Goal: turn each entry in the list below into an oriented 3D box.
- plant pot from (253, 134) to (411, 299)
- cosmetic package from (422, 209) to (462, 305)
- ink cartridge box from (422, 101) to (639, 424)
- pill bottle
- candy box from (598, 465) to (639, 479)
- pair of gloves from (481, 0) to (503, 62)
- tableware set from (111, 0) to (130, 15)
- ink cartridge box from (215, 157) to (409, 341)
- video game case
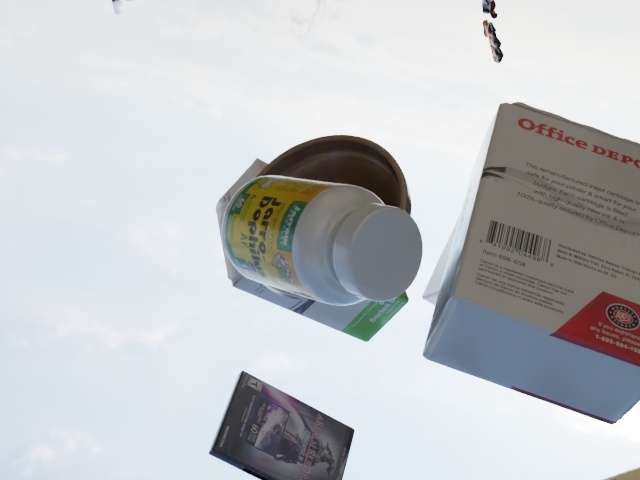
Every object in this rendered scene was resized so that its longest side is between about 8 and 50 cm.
[{"bbox_3d":[0.014,-0.014,1.201,0.237,0.109,0.237,-11,-124,16],"label":"plant pot"},{"bbox_3d":[0.346,0.016,1.546,0.161,0.230,0.453,27,167,-5],"label":"cosmetic package"},{"bbox_3d":[0.233,0.013,0.892,0.197,0.114,0.273,20,-128,3],"label":"ink cartridge box"},{"bbox_3d":[0.000,0.000,0.889,0.118,0.117,0.208,-7,-168,-35],"label":"pill bottle"},{"bbox_3d":[0.489,0.448,1.177,0.088,0.183,0.316,3,-118,-29],"label":"candy box"},{"bbox_3d":[0.171,-0.225,0.918,0.010,0.083,0.074,-13,-142,6],"label":"pair of gloves"},{"bbox_3d":[-0.252,-0.390,1.271,0.128,0.039,0.194,-35,-176,-7],"label":"tableware set"},{"bbox_3d":[-0.015,0.018,1.423,0.273,0.115,0.198,26,-150,-33],"label":"ink cartridge box"},{"bbox_3d":[-0.071,0.402,1.809,0.274,0.026,0.196,29,-134,-10],"label":"video game case"}]
